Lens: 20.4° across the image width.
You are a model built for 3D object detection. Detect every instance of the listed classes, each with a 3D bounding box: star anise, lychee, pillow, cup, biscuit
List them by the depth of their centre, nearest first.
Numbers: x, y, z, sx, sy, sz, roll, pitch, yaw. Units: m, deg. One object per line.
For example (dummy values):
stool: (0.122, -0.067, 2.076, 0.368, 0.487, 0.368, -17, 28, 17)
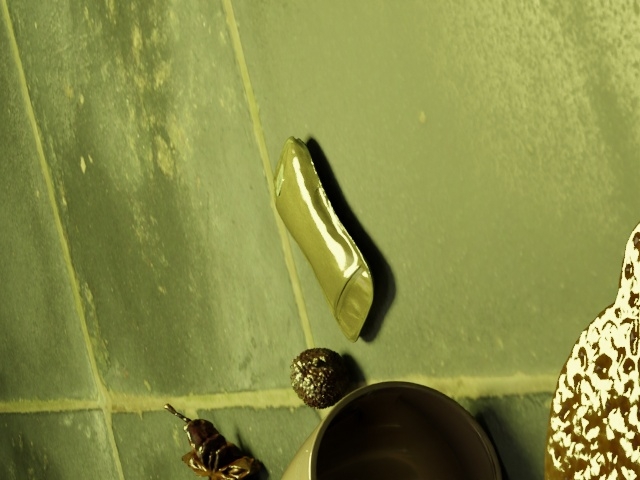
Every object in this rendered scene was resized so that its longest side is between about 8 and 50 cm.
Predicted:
biscuit: (0.295, 0.139, 1.300, 0.394, 0.070, 0.350, -35, 56, 58)
cup: (0.068, 0.287, 1.739, 0.253, 0.191, 0.200, 62, 155, 14)
pillow: (0.001, 0.000, 1.898, 0.217, 0.033, 0.130, 60, 153, 29)
lychee: (-0.001, 0.152, 1.942, 0.083, 0.068, 0.067, 89, -173, -63)
star anise: (-0.144, 0.270, 2.273, 0.190, 0.070, 0.097, 38, 142, 23)
